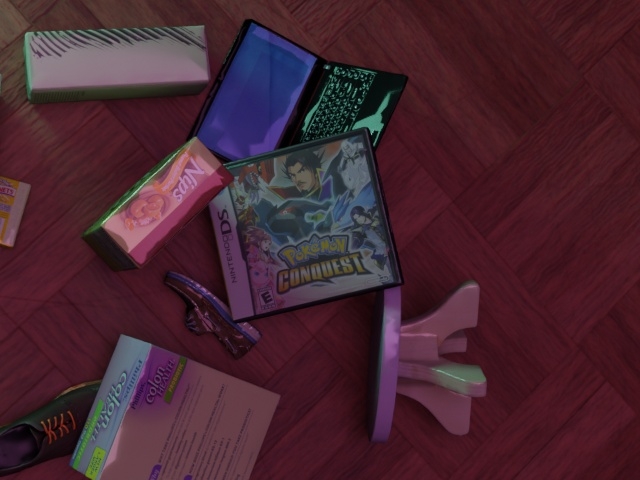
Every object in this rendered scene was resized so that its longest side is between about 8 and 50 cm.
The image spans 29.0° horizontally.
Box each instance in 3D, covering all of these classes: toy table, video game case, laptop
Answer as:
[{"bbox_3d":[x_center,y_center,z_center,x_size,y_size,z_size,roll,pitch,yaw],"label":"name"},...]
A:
[{"bbox_3d":[0.164,0.189,1.965,0.160,0.252,0.274,2,117,-4],"label":"toy table"},{"bbox_3d":[-0.031,-0.022,1.911,0.274,0.035,0.248,-14,82,12],"label":"video game case"},{"bbox_3d":[-0.036,-0.208,1.972,0.136,0.264,0.234,35,77,-50],"label":"laptop"}]

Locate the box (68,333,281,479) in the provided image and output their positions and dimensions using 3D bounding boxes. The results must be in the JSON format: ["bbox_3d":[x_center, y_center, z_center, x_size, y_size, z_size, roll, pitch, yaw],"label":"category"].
[{"bbox_3d":[-0.218,0.286,1.875,0.243,0.117,0.214,26,80,-32],"label":"box"}]

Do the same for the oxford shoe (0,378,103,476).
[{"bbox_3d":[-0.398,0.289,1.871,0.271,0.098,0.097,-27,93,-15],"label":"oxford shoe"}]

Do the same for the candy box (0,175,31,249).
[{"bbox_3d":[-0.554,-0.063,1.880,0.205,0.027,0.105,16,70,-13],"label":"candy box"}]

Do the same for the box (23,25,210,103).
[{"bbox_3d":[-0.316,-0.272,1.918,0.275,0.113,0.094,-5,87,-16],"label":"box"}]

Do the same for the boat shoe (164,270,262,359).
[{"bbox_3d":[-0.180,0.120,1.954,0.183,0.066,0.066,38,80,-10],"label":"boat shoe"}]

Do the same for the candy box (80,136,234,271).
[{"bbox_3d":[-0.246,-0.046,1.817,0.183,0.316,0.087,-45,99,-13],"label":"candy box"}]
